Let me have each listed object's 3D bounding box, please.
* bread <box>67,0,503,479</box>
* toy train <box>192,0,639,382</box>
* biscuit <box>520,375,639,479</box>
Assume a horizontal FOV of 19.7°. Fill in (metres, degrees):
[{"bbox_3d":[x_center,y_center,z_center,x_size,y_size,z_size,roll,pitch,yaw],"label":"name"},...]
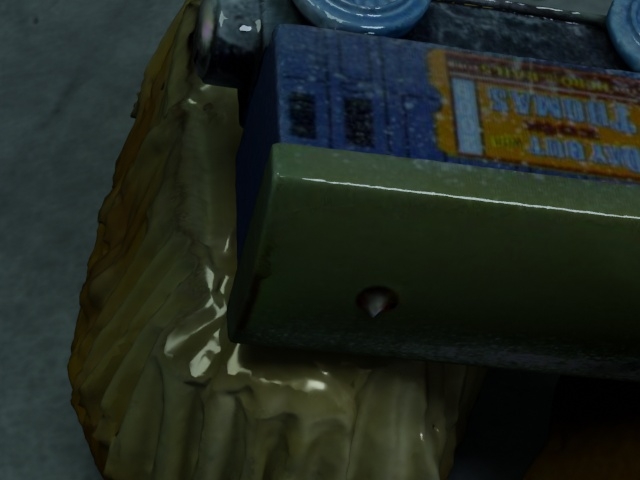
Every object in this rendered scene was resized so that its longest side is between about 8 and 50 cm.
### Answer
[{"bbox_3d":[-0.012,-0.004,1.008,0.236,0.183,0.389,16,43,2],"label":"bread"},{"bbox_3d":[0.089,-0.036,0.855,0.299,0.131,0.202,6,49,-12],"label":"toy train"},{"bbox_3d":[0.257,0.117,0.831,0.359,0.074,0.381,-39,44,6],"label":"biscuit"}]
